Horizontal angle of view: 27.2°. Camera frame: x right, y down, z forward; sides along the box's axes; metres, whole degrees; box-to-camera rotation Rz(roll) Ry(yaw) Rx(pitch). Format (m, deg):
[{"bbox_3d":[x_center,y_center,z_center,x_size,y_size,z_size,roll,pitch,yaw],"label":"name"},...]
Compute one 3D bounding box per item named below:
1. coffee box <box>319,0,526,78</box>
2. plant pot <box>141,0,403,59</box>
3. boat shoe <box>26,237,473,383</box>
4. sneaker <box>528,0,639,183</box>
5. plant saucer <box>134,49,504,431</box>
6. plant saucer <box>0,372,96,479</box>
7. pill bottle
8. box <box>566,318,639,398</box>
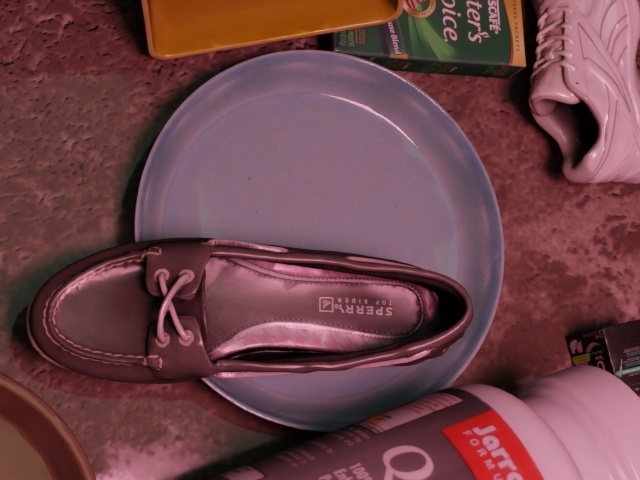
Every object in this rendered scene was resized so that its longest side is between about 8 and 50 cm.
[{"bbox_3d":[0.090,-0.206,1.171,0.184,0.040,0.113,3,77,-19],"label":"coffee box"},{"bbox_3d":[-0.053,-0.293,1.046,0.212,0.212,0.187,-10,62,-6],"label":"plant pot"},{"bbox_3d":[-0.046,0.048,0.993,0.335,0.095,0.112,1,78,-19],"label":"boat shoe"},{"bbox_3d":[0.226,-0.157,1.169,0.115,0.090,0.232,-13,81,-38],"label":"sneaker"},{"bbox_3d":[0.000,0.000,1.094,0.318,0.044,0.317,4,76,-18],"label":"plant saucer"},{"bbox_3d":[-0.294,0.220,0.945,0.278,0.041,0.277,4,76,-19],"label":"plant saucer"},{"bbox_3d":[0.074,0.228,0.980,0.363,0.210,0.210,-18,85,-22],"label":"pill bottle"},{"bbox_3d":[0.259,0.115,1.148,0.052,0.062,0.083,-10,82,-22],"label":"box"}]
